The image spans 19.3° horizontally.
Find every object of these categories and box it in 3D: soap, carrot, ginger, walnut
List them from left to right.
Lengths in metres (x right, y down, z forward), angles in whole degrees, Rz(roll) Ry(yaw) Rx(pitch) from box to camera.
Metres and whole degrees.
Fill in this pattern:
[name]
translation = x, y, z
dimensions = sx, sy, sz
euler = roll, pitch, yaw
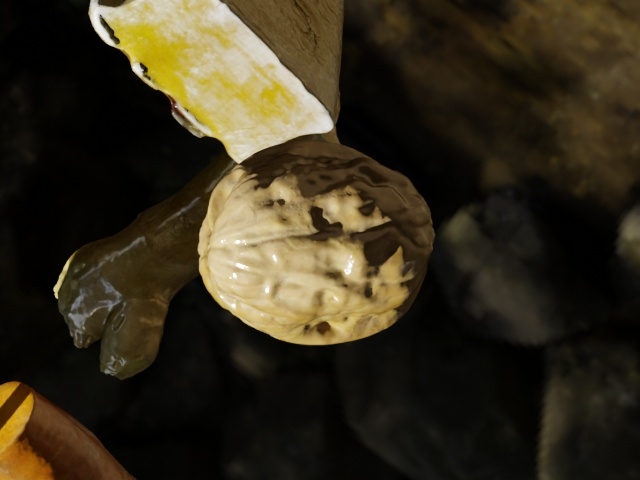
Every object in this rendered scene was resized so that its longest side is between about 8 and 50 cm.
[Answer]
[carrot]
translation = -0.153, 0.173, 1.218
dimensions = 0.087, 0.087, 0.193
euler = 19, 148, 43
[ginger]
translation = -0.090, -0.027, 1.468
dimensions = 0.118, 0.299, 0.065
euler = 44, -177, 26
[soap]
translation = -0.052, -0.159, 1.084
dimensions = 0.073, 0.232, 0.140
euler = -31, 121, 25
[walnut]
translation = 0.000, 0.000, 0.748
dimensions = 0.096, 0.082, 0.079
euler = -3, 172, -15
